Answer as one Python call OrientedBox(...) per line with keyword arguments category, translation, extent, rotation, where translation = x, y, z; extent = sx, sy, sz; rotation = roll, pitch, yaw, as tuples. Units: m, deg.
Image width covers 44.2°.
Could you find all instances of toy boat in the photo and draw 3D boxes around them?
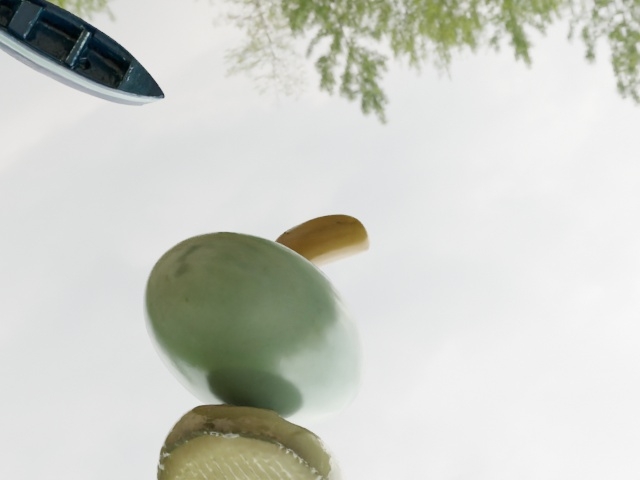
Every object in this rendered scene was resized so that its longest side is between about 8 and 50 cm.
OrientedBox(category="toy boat", translation=(-0.382, -0.287, 1.221), extent=(0.062, 0.299, 0.096), rotation=(-38, -150, 52))

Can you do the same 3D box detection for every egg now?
OrientedBox(category="egg", translation=(-0.098, 0.144, 1.240), extent=(0.276, 0.389, 0.276), rotation=(-48, -160, 24))

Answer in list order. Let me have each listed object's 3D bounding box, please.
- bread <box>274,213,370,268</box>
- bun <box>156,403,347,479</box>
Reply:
OrientedBox(category="bread", translation=(0.000, 0.000, 1.739), extent=(0.217, 0.098, 0.147), rotation=(-22, -156, -26))
OrientedBox(category="bun", translation=(-0.092, 0.350, 1.135), extent=(0.287, 0.287, 0.146), rotation=(-15, -165, 19))
